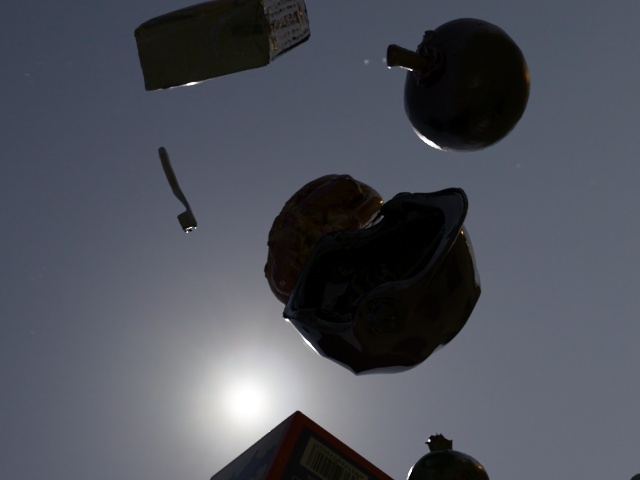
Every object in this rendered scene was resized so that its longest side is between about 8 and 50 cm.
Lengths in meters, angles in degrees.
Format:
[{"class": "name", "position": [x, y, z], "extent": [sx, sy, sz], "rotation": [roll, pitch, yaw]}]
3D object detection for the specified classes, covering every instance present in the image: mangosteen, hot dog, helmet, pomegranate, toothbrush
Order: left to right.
[{"class": "toothbrush", "position": [-0.233, -0.086, 1.540], "extent": [0.024, 0.288, 0.021], "rotation": [-27, -57, -4]}, {"class": "hot dog", "position": [0.000, 0.000, 1.645], "extent": [0.256, 0.150, 0.153], "rotation": [-61, -21, -5]}, {"class": "helmet", "position": [0.117, 0.080, 1.444], "extent": [0.197, 0.338, 0.271], "rotation": [54, -151, -22]}, {"class": "pomegranate", "position": [0.185, 0.348, 1.385], "extent": [0.130, 0.130, 0.130], "rotation": [-15, -70, -47]}, {"class": "mangosteen", "position": [0.223, -0.275, 1.650], "extent": [0.262, 0.235, 0.235], "rotation": [18, -95, -32]}]

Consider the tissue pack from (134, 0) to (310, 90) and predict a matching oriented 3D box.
[{"class": "tissue pack", "position": [-0.076, -0.171, 0.800], "extent": [0.148, 0.109, 0.060], "rotation": [-57, -44, -68]}]

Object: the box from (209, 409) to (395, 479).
[{"class": "box", "position": [-0.025, 0.529, 1.620], "extent": [0.349, 0.318, 0.256], "rotation": [38, -140, -10]}]

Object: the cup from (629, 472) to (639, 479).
[{"class": "cup", "position": [0.449, 0.394, 1.162], "extent": [0.221, 0.202, 0.166], "rotation": [-42, -59, -25]}]
